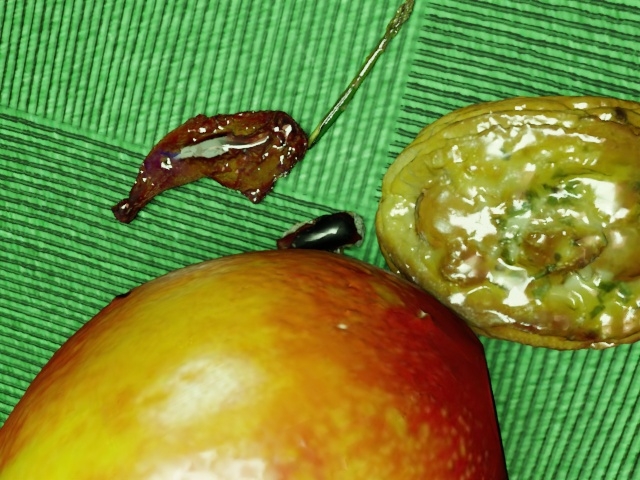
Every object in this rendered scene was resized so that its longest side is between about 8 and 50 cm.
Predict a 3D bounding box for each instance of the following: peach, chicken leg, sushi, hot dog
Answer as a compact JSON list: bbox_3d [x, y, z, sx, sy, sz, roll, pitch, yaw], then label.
[{"bbox_3d":[-0.043,0.181,0.489,0.388,0.388,0.388,1,97,11],"label":"peach"},{"bbox_3d":[-0.110,-0.072,0.628,0.205,0.053,0.093,-6,110,15],"label":"chicken leg"},{"bbox_3d":[0.000,0.000,0.614,0.083,0.046,0.044,-16,94,12],"label":"sushi"},{"bbox_3d":[0.179,-0.017,0.541,0.272,0.122,0.196,6,99,9],"label":"hot dog"}]

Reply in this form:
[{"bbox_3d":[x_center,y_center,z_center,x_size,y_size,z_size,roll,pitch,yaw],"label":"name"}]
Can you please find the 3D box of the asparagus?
[{"bbox_3d":[0.034,-0.148,0.606,0.016,0.013,0.166,36,103,-6],"label":"asparagus"}]
